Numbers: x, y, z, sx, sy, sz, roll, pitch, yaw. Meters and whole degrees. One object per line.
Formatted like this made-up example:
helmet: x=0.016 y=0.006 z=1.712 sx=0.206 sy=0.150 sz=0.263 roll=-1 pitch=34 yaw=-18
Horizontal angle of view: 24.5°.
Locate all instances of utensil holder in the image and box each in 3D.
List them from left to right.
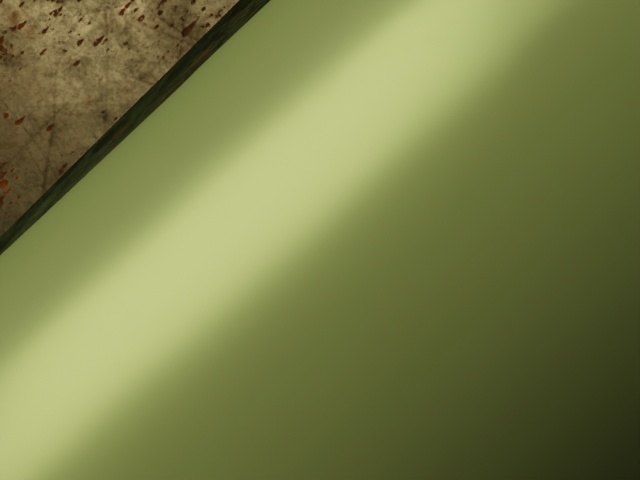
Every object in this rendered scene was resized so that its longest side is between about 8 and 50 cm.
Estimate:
utensil holder: x=0.047 y=0.052 z=0.587 sx=0.385 sy=0.327 sz=0.327 roll=-45 pitch=15 yaw=2
